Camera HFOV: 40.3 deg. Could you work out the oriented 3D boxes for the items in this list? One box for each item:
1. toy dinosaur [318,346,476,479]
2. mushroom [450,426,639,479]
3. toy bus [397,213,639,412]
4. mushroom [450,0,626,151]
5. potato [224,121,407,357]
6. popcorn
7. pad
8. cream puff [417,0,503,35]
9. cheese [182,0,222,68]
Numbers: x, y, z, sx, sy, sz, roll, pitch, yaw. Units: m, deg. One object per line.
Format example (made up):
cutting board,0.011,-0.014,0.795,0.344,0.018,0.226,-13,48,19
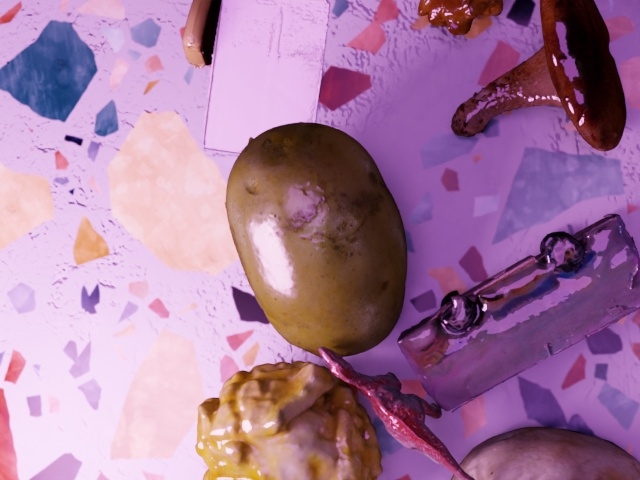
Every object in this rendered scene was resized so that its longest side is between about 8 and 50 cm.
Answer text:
toy dinosaur,0.109,0.222,1.052,0.053,0.167,0.242,-49,53,8
mushroom,0.290,0.332,1.060,0.267,0.164,0.190,22,95,12
toy bus,0.258,0.090,1.102,0.317,0.112,0.138,-30,87,11
mushroom,0.259,-0.204,1.108,0.217,0.148,0.227,-15,80,28
potato,-0.002,0.001,1.106,0.215,0.216,0.304,-10,98,12
popcorn,-0.041,0.263,1.118,0.256,0.195,0.255,28,108,-11
pad,-0.076,-0.231,1.217,0.156,0.004,0.232,7,91,1
cream puff,0.186,-0.328,1.134,0.122,0.094,0.116,-21,91,37
cheese,-0.159,-0.328,1.219,0.036,0.086,0.163,10,77,6
